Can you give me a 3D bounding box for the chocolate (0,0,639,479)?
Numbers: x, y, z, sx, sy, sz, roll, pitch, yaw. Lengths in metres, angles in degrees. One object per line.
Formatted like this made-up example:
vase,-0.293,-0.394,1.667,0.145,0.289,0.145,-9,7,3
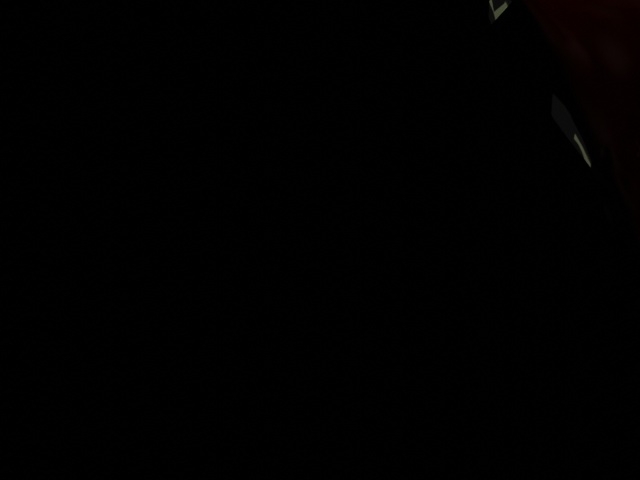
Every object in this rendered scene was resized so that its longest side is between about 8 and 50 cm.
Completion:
chocolate,0.000,0.000,0.538,0.384,0.383,0.331,39,31,11
